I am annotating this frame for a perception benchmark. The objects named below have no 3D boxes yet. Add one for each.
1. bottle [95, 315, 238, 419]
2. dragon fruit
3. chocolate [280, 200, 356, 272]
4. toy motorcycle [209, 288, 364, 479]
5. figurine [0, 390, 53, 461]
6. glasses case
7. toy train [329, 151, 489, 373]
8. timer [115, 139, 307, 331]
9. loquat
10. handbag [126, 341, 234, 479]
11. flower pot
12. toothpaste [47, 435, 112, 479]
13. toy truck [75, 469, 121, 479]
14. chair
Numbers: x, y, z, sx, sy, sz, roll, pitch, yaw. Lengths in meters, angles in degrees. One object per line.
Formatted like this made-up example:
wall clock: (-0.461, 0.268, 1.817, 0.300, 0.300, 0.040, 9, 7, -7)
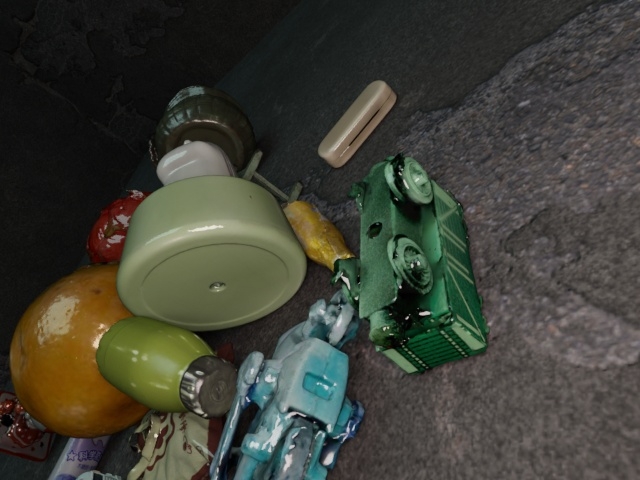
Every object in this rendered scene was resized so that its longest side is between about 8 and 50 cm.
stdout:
bottle: (-0.207, 0.173, 0.651, 0.260, 0.112, 0.112, 2, 59, 45)
dragon fruit: (-0.473, 0.007, 1.278, 0.342, 0.277, 0.277, -47, 29, 8)
chocolate: (0.000, 0.000, 0.804, 0.085, 0.086, 0.219, -51, 33, 3)
toy motorcycle: (-0.033, 0.191, 0.575, 0.206, 0.154, 0.260, -55, 10, 51)
figurine: (-0.713, 0.450, 1.262, 0.226, 0.183, 0.160, -29, 43, 15)
glasses case: (0.073, -0.237, 0.975, 0.196, 0.050, 0.083, -50, 31, 7)
toy train: (0.103, 0.013, 0.546, 0.115, 0.154, 0.269, -34, 33, 33)
timer: (-0.199, -0.045, 0.829, 0.291, 0.291, 0.315, -38, 50, 25)
loquat: (-0.395, 0.199, 0.894, 0.328, 0.328, 0.328, -36, 33, 28)
handbag: (-0.209, 0.296, 0.718, 0.235, 0.127, 0.213, -44, 32, 18)
flower pot: (-0.337, -0.279, 1.388, 0.302, 0.302, 0.213, -42, 31, 19)
toothpaste: (-0.498, 0.428, 1.024, 0.080, 0.125, 0.371, 11, 65, 20)
toy truck: (-0.451, 0.498, 0.860, 0.177, 0.115, 0.080, -49, 28, 3)
chair: (-0.168, -0.040, 1.020, 0.147, 0.136, 0.270, -12, 47, 52)
